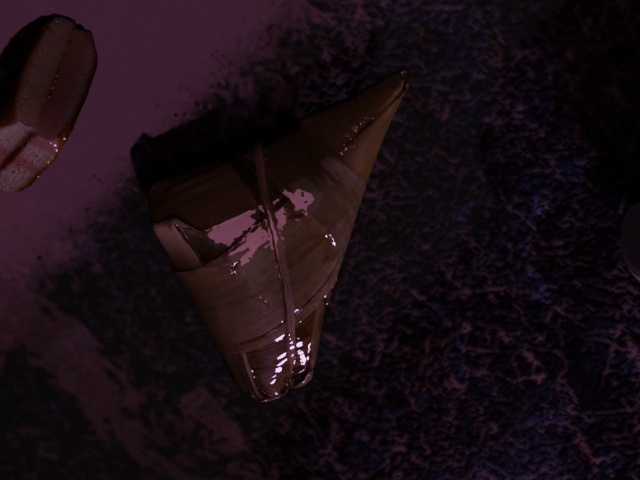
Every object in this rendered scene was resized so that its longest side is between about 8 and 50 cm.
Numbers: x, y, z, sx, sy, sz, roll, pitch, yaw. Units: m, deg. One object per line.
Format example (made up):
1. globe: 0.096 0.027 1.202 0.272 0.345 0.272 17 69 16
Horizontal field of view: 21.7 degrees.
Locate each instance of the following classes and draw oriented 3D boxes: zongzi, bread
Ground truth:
1. zongzi: 0.000 0.000 1.011 0.176 0.078 0.160 -27 121 -5
2. bread: -0.163 -0.071 0.948 0.043 0.062 0.109 27 101 -21

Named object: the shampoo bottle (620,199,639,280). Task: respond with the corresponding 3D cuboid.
1. shampoo bottle: 0.292 0.054 1.093 0.227 0.086 0.056 35 116 -25
